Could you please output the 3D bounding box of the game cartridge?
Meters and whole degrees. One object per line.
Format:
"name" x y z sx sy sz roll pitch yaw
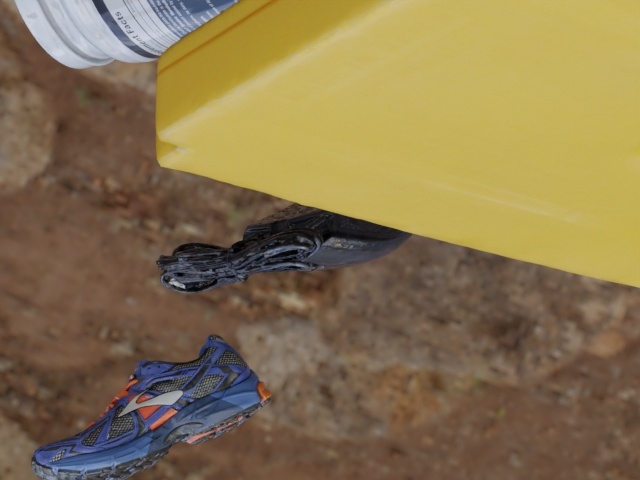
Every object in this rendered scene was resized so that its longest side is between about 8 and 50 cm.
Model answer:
"game cartridge" 0.131 -0.056 0.657 0.323 0.053 0.285 15 158 -33

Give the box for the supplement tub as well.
"supplement tub" -0.126 -0.271 1.536 0.272 0.191 0.191 -14 149 24

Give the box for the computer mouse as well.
"computer mouse" 0.000 0.000 1.551 0.188 0.072 0.272 -10 -170 43

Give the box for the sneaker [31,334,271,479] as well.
"sneaker" -0.156 0.153 1.507 0.087 0.221 0.083 62 155 13
